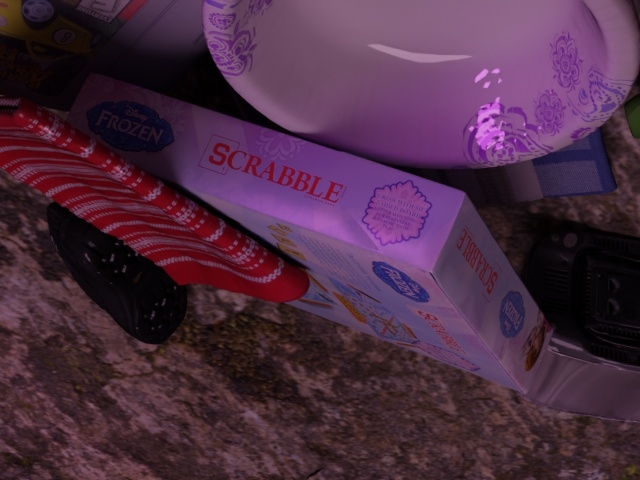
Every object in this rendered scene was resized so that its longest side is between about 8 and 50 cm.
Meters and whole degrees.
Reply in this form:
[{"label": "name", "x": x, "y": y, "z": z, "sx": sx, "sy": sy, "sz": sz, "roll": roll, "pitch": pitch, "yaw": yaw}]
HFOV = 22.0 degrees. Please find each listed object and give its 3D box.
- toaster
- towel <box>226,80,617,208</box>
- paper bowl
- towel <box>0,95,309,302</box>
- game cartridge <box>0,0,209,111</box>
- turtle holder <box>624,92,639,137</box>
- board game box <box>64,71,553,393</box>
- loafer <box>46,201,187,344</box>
[{"label": "toaster", "x": 0.270, "y": 0.083, "z": 1.471, "sx": 0.226, "sy": 0.129, "sz": 0.146, "roll": 9, "pitch": 151, "yaw": -5}, {"label": "towel", "x": 0.083, "y": -0.090, "z": 1.331, "sx": 0.285, "sy": 0.034, "sz": 0.209, "roll": -6, "pitch": 143, "yaw": 18}, {"label": "paper bowl", "x": 0.072, "y": -0.178, "z": 1.084, "sx": 0.284, "sy": 0.148, "sz": 0.284, "roll": 8, "pitch": 150, "yaw": 5}, {"label": "towel", "x": -0.155, "y": -0.030, "z": 1.236, "sx": 0.275, "sy": 0.031, "sz": 0.199, "roll": 33, "pitch": 166, "yaw": -32}, {"label": "game cartridge", "x": -0.219, "y": -0.182, "z": 1.204, "sx": 0.294, "sy": 0.060, "sz": 0.196, "roll": 19, "pitch": 147, "yaw": -29}, {"label": "turtle holder", "x": 0.353, "y": -0.056, "z": 1.187, "sx": 0.227, "sy": 0.243, "sz": 0.320, "roll": -17, "pitch": 101, "yaw": 10}, {"label": "board game box", "x": 0.000, "y": 0.000, "z": 1.288, "sx": 0.318, "sy": 0.066, "sz": 0.319, "roll": 20, "pitch": 168, "yaw": 24}, {"label": "loafer", "x": -0.188, "y": 0.027, "z": 1.541, "sx": 0.078, "sy": 0.076, "sz": 0.223, "roll": 33, "pitch": 166, "yaw": 30}]
